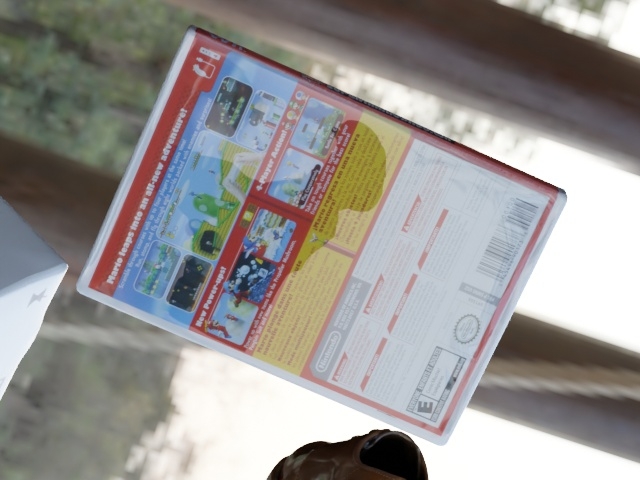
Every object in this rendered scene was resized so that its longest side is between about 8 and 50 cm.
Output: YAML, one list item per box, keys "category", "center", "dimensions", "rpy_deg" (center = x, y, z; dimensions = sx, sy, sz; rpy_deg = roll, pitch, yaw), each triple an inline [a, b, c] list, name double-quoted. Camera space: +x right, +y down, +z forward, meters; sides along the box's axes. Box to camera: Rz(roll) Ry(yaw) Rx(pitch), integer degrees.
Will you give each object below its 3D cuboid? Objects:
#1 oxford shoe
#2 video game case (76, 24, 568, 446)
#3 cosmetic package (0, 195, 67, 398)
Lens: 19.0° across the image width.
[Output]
- category: "oxford shoe"
  center: [0.023, 0.125, 0.949]
  dimensions: [0.076, 0.076, 0.212]
  rpy_deg: [-60, -170, 1]
- category: "video game case"
  center: [0.000, 0.000, 1.326]
  dimensions: [0.025, 0.285, 0.204]
  rpy_deg: [-87, -159, -75]
- category: "cosmetic package"
  center: [-0.308, 0.030, 1.342]
  dimensions: [0.151, 0.184, 0.151]
  rpy_deg: [-25, 153, -50]
